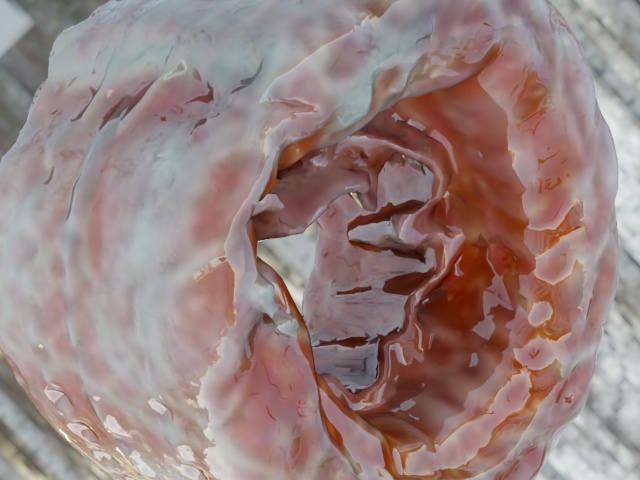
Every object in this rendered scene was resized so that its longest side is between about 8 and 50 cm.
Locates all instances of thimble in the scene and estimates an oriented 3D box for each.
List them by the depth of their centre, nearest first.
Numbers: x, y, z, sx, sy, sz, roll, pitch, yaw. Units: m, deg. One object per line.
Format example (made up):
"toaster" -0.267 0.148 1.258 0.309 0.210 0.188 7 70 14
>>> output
"thimble" 0.000 0.000 0.742 0.162 0.239 0.239 14 -129 46
